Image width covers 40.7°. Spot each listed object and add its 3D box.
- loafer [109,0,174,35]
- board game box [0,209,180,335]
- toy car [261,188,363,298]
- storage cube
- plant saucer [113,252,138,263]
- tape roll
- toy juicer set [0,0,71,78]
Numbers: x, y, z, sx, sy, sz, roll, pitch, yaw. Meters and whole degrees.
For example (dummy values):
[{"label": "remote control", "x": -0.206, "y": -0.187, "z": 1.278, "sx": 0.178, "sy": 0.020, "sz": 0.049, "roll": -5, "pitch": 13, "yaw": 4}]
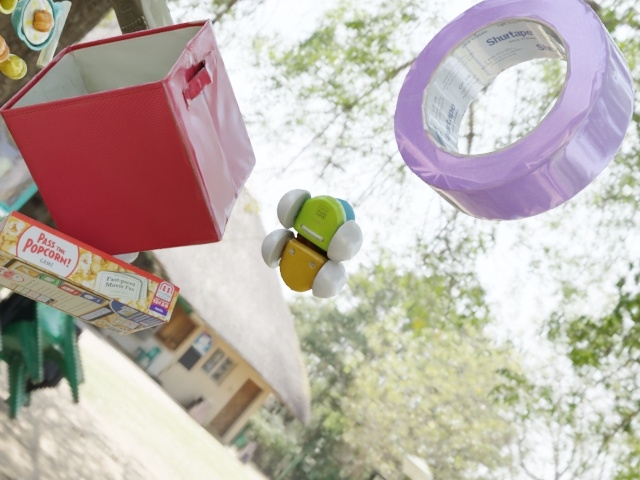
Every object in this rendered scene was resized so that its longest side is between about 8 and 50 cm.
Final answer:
[{"label": "loafer", "x": -0.342, "y": -0.470, "z": 1.609, "sx": 0.102, "sy": 0.092, "sz": 0.269, "roll": -5, "pitch": -76, "yaw": 31}, {"label": "board game box", "x": -0.271, "y": 0.043, "z": 0.944, "sx": 0.193, "sy": 0.045, "sz": 0.146, "roll": 28, "pitch": -25, "yaw": -25}, {"label": "toy car", "x": 0.000, "y": 0.000, "z": 1.488, "sx": 0.159, "sy": 0.182, "sz": 0.136, "roll": 33, "pitch": 26, "yaw": 22}, {"label": "storage cube", "x": -0.203, "y": -0.113, "z": 0.970, "sx": 0.215, "sy": 0.184, "sz": 0.193, "roll": -8, "pitch": -58, "yaw": 15}, {"label": "plant saucer", "x": -0.359, "y": -0.037, "z": 1.443, "sx": 0.168, "sy": 0.029, "sz": 0.168, "roll": 43, "pitch": 24, "yaw": -24}, {"label": "tape roll", "x": 0.226, "y": -0.164, "z": 1.040, "sx": 0.274, "sy": 0.275, "sz": 0.090, "roll": 28, "pitch": -5, "yaw": 46}, {"label": "toy juicer set", "x": -0.669, "y": -0.476, "z": 2.015, "sx": 0.089, "sy": 0.209, "sz": 0.329, "roll": 13, "pitch": 9, "yaw": 15}]
